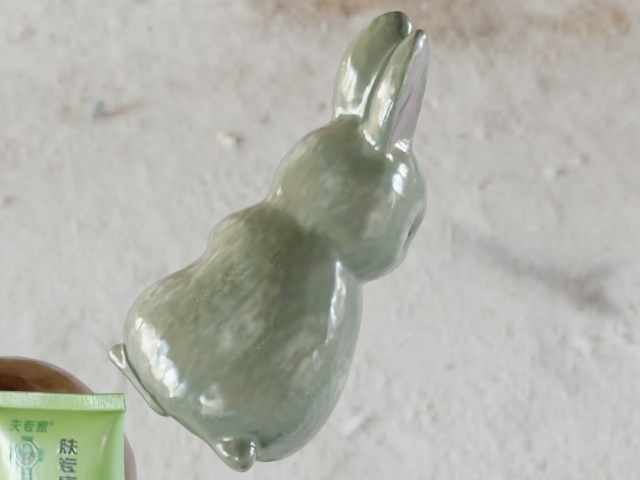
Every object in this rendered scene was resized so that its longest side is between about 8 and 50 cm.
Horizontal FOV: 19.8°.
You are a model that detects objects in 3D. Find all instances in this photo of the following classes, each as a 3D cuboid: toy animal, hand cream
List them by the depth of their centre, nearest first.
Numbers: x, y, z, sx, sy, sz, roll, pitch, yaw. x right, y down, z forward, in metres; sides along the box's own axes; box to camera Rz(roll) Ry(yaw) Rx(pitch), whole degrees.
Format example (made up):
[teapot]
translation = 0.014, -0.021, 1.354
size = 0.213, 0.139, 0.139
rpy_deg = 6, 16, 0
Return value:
[toy animal]
translation = 0.003, 0.008, 0.942
size = 0.236, 0.108, 0.138
rpy_deg = -47, 39, 6
[hand cream]
translation = -0.145, 0.172, 1.045
size = 0.095, 0.175, 0.046
rpy_deg = 0, 11, 25

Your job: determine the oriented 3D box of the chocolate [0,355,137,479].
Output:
[chocolate]
translation = -0.203, 0.162, 1.242
size = 0.176, 0.177, 0.177
rpy_deg = -2, 39, 2
